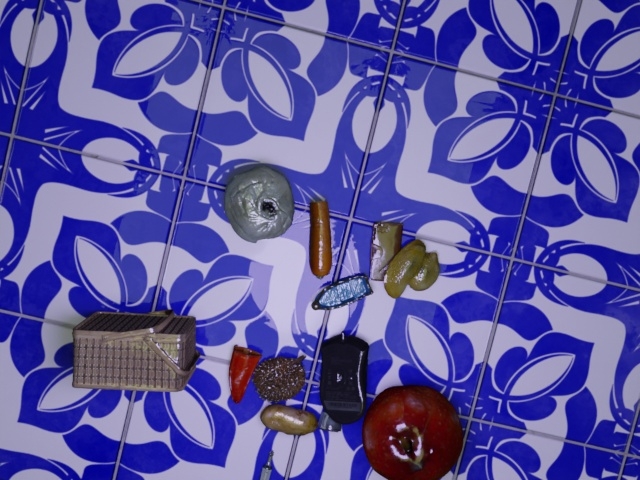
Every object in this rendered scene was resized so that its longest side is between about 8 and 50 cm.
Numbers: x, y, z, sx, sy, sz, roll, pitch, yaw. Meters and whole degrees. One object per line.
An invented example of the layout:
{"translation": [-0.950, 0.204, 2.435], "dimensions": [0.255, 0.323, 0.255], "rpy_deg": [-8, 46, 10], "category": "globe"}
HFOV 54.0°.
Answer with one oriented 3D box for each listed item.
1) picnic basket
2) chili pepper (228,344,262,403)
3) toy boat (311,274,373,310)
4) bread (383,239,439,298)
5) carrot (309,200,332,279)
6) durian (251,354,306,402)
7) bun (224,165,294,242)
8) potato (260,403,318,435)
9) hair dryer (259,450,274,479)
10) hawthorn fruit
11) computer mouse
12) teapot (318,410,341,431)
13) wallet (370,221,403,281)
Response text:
{"translation": [-0.499, 0.293, 1.736], "dimensions": [0.312, 0.228, 0.175], "rpy_deg": [3, 96, -2], "category": "picnic basket"}
{"translation": [-0.232, 0.400, 1.839], "dimensions": [0.088, 0.065, 0.169], "rpy_deg": [15, 98, 13], "category": "chili pepper"}
{"translation": [0.059, 0.157, 1.823], "dimensions": [0.185, 0.077, 0.075], "rpy_deg": [-19, 95, -1], "category": "toy boat"}
{"translation": [0.273, 0.100, 1.826], "dimensions": [0.149, 0.065, 0.188], "rpy_deg": [44, 82, -18], "category": "bread"}
{"translation": [0.000, 0.000, 1.817], "dimensions": [0.067, 0.067, 0.225], "rpy_deg": [-2, 93, -2], "category": "carrot"}
{"translation": [-0.110, 0.401, 1.825], "dimensions": [0.188, 0.091, 0.148], "rpy_deg": [-43, 94, -1], "category": "durian"}
{"translation": [-0.175, -0.104, 1.781], "dimensions": [0.221, 0.108, 0.221], "rpy_deg": [0, 94, -2], "category": "bun"}
{"translation": [-0.090, 0.523, 1.827], "dimensions": [0.170, 0.107, 0.080], "rpy_deg": [18, 58, -7], "category": "potato"}
{"translation": [-0.176, 0.720, 1.869], "dimensions": [0.100, 0.057, 0.198], "rpy_deg": [17, 84, -4], "category": "hair dryer"}
{"translation": [0.250, 0.539, 1.723], "dimensions": [0.284, 0.369, 0.285], "rpy_deg": [-2, 79, 10], "category": "hawthorn fruit"}
{"translation": [0.073, 0.395, 1.835], "dimensions": [0.147, 0.088, 0.264], "rpy_deg": [1, 90, 19], "category": "computer mouse"}
{"translation": [0.024, 0.532, 1.849], "dimensions": [0.066, 0.088, 0.057], "rpy_deg": [-7, 68, 36], "category": "teapot"}
{"translation": [0.194, 0.035, 1.847], "dimensions": [0.095, 0.026, 0.176], "rpy_deg": [4, 94, -4], "category": "wallet"}
